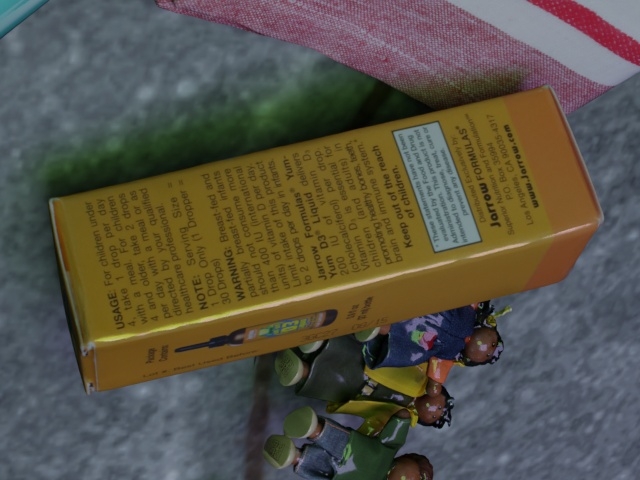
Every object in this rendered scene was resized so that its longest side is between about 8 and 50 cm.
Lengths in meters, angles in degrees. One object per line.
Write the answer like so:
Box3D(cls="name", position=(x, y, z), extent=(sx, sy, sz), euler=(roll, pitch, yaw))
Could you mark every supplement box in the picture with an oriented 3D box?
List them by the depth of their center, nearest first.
Box3D(cls="supplement box", position=(0.000, 0.000, 0.724), extent=(0.233, 0.080, 0.078), euler=(-15, 161, -12))

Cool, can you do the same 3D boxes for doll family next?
Box3D(cls="doll family", position=(0.049, 0.051, 0.825), extent=(0.111, 0.076, 0.193), euler=(23, 107, -34))

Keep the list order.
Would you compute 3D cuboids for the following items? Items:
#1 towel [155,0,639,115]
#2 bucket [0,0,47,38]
Box3D(cls="towel", position=(0.119, -0.133, 0.625), extent=(0.237, 0.037, 0.329), euler=(16, 152, -37))
Box3D(cls="bucket", position=(-0.170, -0.151, 0.431), extent=(0.183, 0.281, 0.281), euler=(-34, 133, -10))
